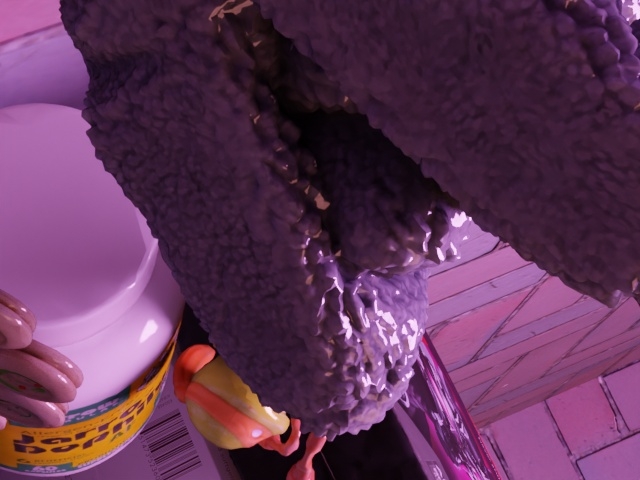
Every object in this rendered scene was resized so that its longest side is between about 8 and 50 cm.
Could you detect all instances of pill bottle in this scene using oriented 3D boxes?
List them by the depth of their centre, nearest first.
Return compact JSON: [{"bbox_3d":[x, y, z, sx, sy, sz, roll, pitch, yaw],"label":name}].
[{"bbox_3d":[-0.115,0.024,0.639,0.118,0.117,0.208,-21,165,-16],"label":"pill bottle"}]

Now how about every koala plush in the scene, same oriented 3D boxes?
[{"bbox_3d":[0.049,-0.095,0.449,0.196,0.203,0.221,-27,-170,47],"label":"koala plush"}]

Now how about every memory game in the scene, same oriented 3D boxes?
[{"bbox_3d":[-0.167,0.021,0.514,0.186,0.012,0.186,17,155,8],"label":"memory game"}]

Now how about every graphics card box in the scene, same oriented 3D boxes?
[{"bbox_3d":[0.024,0.101,0.917,0.094,0.232,0.371,-28,165,8],"label":"graphics card box"}]

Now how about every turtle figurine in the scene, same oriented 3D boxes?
[{"bbox_3d":[0.000,0.000,0.620,0.217,0.087,0.269,-59,-176,-7],"label":"turtle figurine"}]

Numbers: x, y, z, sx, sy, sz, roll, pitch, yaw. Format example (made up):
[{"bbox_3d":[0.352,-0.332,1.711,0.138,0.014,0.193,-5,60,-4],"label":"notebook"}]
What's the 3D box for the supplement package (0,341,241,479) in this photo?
[{"bbox_3d":[-0.094,0.150,0.971,0.149,0.194,0.203,-28,166,15],"label":"supplement package"}]
